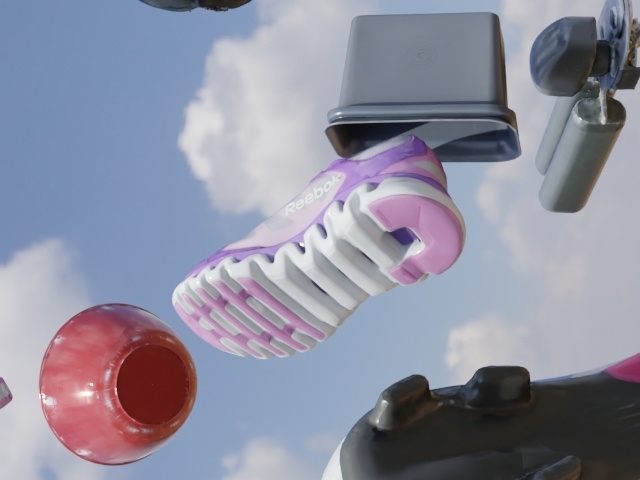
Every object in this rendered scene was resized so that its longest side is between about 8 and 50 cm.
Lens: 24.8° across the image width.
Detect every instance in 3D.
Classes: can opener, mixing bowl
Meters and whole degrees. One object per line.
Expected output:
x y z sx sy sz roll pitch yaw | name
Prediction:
0.209 -0.115 1.200 0.280 0.093 0.074 88 -178 -63 | can opener
-0.202 0.156 1.574 0.098 0.181 0.181 -6 65 58 | mixing bowl

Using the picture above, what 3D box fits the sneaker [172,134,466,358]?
0.000 0.000 1.014 0.095 0.236 0.104 43 -145 -30 | sneaker

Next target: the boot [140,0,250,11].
-0.054 -0.291 1.255 0.207 0.247 0.094 94 165 -64 | boot

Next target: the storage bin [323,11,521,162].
0.077 -0.109 1.044 0.098 0.135 0.091 54 -141 -70 | storage bin

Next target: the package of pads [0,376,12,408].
-0.330 0.157 1.377 0.050 0.083 0.032 -26 -89 -37 | package of pads

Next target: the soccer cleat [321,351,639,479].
0.151 0.116 0.665 0.116 0.331 0.143 -110 24 -44 | soccer cleat
